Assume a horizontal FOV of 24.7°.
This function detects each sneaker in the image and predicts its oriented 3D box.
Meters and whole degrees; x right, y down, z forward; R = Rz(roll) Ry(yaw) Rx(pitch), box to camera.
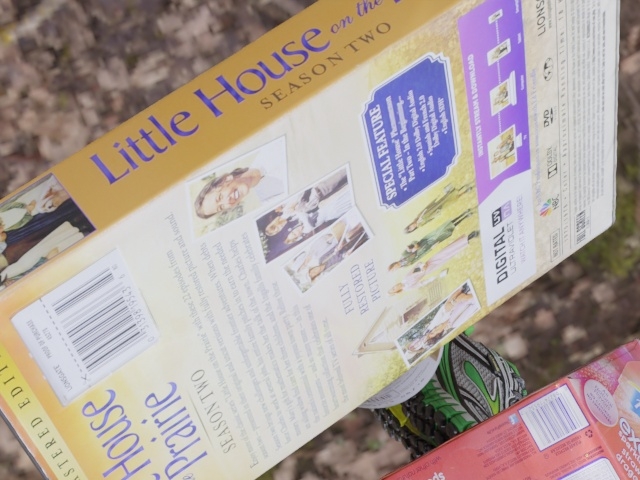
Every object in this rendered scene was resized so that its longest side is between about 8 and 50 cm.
[{"bbox_3d":[0.157,0.175,1.439,0.146,0.343,0.134,-12,129,-17],"label":"sneaker"}]

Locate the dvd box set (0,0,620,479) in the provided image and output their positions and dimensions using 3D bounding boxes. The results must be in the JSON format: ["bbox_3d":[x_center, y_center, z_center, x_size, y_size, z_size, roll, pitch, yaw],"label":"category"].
[{"bbox_3d":[0.000,0.000,0.864,0.420,0.062,0.308,-34,146,-13],"label":"dvd box set"}]

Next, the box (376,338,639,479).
[{"bbox_3d":[0.144,0.218,1.136,0.300,0.154,0.142,-36,168,33],"label":"box"}]

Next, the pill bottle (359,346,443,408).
[{"bbox_3d":[0.022,0.065,1.233,0.131,0.131,0.229,-28,161,8],"label":"pill bottle"}]
